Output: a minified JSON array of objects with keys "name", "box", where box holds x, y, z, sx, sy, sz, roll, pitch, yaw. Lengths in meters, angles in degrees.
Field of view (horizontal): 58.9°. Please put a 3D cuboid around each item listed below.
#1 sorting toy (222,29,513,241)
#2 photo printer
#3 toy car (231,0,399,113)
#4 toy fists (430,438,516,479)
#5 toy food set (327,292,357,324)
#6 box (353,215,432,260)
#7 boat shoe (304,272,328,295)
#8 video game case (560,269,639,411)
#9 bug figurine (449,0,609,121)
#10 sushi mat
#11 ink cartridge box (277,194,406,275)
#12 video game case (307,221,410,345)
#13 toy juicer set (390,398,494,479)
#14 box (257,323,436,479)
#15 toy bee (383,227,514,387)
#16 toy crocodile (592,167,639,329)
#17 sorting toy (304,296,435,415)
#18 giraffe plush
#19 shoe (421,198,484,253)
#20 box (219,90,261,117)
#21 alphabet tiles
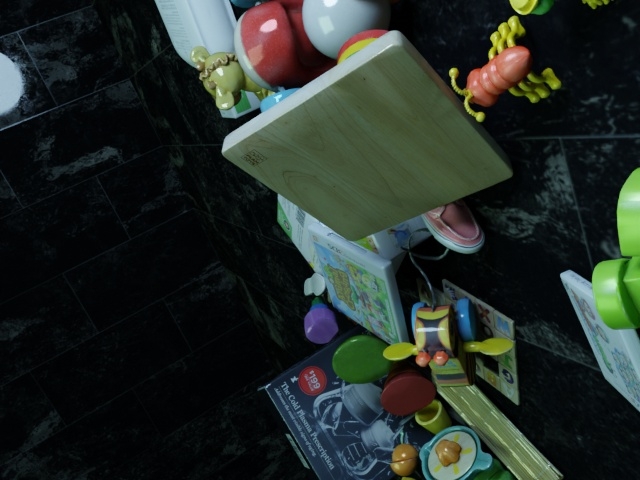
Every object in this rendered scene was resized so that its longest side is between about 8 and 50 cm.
[{"name":"sorting toy","box":[0.061,-0.128,0.708,0.257,0.256,0.089,33,-134,-39]},{"name":"photo printer","box":[-0.285,-0.524,1.245,0.256,0.107,0.307,32,147,54]},{"name":"toy car","box":[0.026,-0.288,0.761,0.238,0.210,0.219,-12,94,41]},{"name":"toy fists","box":[0.328,0.511,1.210,0.142,0.096,0.279,66,162,-14]},{"name":"toy food set","box":[0.068,0.180,1.508,0.122,0.019,0.077,41,154,27]},{"name":"box","box":[0.083,-0.074,0.967,0.203,0.103,0.114,64,160,-10]},{"name":"boat shoe","box":[0.000,0.094,1.163,0.125,0.038,0.046,142,127,-68]},{"name":"video game case","box":[0.336,0.121,0.649,0.157,0.019,0.143,63,-172,-9]},{"name":"bug figurine","box":[0.150,-0.264,0.547,0.278,0.072,0.216,57,155,4]},{"name":"sushi mat","box":[0.327,0.355,1.099,0.316,0.019,0.151,47,158,35]},{"name":"ink cartridge box","box":[0.034,-0.013,1.159,0.278,0.117,0.201,52,160,20]},{"name":"video game case","box":[0.068,0.083,1.008,0.193,0.023,0.212,29,148,43]},{"name":"toy juicer set","box":[0.240,0.463,1.134,0.089,0.209,0.329,48,174,-22]},{"name":"box","box":[0.068,0.428,1.413,0.343,0.313,0.179,57,160,8]},{"name":"toy bee","box":[0.179,0.156,0.895,0.195,0.162,0.298,-28,118,35]},{"name":"toy crocodile","box":[0.356,0.090,0.526,0.115,0.105,0.340,-18,108,48]},{"name":"sorting toy","box":[0.100,0.233,1.219,0.366,0.127,0.126,41,-160,-25]},{"name":"giraffe plush","box":[-0.149,-0.319,1.100,0.181,0.171,0.210,47,157,35]},{"name":"shoe","box":[0.173,-0.064,0.816,0.178,0.064,0.081,55,166,29]},{"name":"box","box":[-0.193,-0.344,1.302,0.102,0.087,0.101,25,140,59]},{"name":"alphabet tiles","box":[0.258,0.161,1.012,0.237,0.009,0.198,35,149,50]}]
